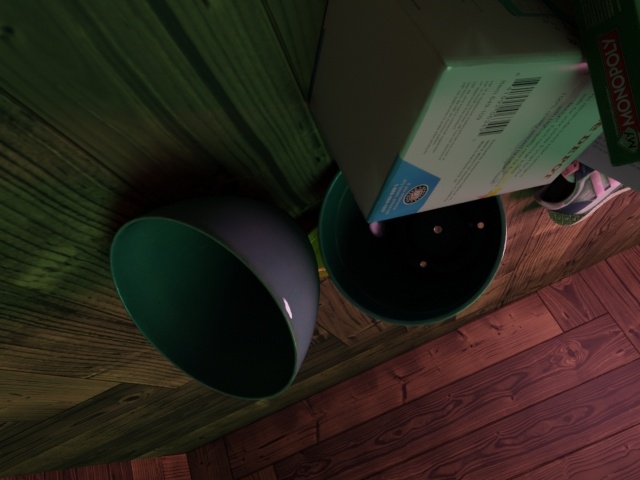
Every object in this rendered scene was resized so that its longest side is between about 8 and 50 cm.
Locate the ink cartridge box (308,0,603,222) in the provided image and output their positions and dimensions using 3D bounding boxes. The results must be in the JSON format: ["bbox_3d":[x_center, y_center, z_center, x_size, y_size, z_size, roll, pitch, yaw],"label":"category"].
[{"bbox_3d":[0.157,-0.172,0.450,0.270,0.197,0.198,-12,151,-21],"label":"ink cartridge box"}]

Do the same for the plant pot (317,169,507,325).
[{"bbox_3d":[0.172,-0.016,0.703,0.272,0.271,0.255,-36,165,23],"label":"plant pot"}]

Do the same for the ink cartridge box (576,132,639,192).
[{"bbox_3d":[0.548,-0.215,0.474,0.166,0.285,0.395,-10,131,-26],"label":"ink cartridge box"}]

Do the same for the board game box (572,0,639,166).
[{"bbox_3d":[0.294,-0.234,0.341,0.214,0.317,0.046,-13,-179,-20],"label":"board game box"}]

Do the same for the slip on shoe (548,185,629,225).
[{"bbox_3d":[0.720,-0.162,1.034,0.101,0.123,0.331,-29,163,-45],"label":"slip on shoe"}]

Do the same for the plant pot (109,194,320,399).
[{"bbox_3d":[-0.117,0.051,0.605,0.290,0.290,0.195,-50,180,41],"label":"plant pot"}]

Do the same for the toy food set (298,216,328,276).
[{"bbox_3d":[0.000,0.000,0.794,0.218,0.071,0.128,-4,123,-38],"label":"toy food set"}]

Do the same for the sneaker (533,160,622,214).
[{"bbox_3d":[0.606,-0.173,0.915,0.131,0.112,0.319,3,138,-13],"label":"sneaker"}]
